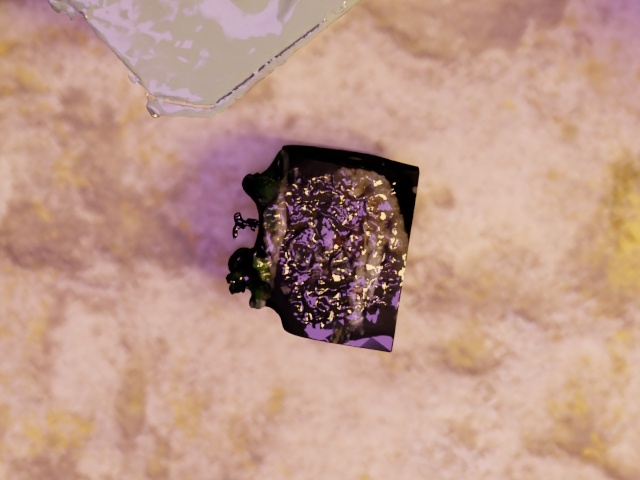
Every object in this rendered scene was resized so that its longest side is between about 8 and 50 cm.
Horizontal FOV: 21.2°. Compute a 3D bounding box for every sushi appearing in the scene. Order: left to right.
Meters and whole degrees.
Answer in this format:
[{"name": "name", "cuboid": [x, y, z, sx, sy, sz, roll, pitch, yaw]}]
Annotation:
[{"name": "sushi", "cuboid": [0.000, 0.000, 0.813, 0.085, 0.056, 0.083, 10, 105, -1]}]

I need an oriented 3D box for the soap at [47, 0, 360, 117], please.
[{"name": "soap", "cuboid": [-0.009, -0.181, 0.746, 0.261, 0.094, 0.150, -38, 100, 11]}]
